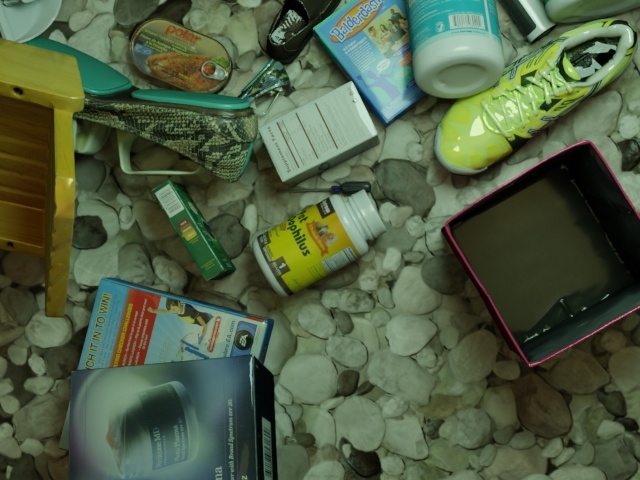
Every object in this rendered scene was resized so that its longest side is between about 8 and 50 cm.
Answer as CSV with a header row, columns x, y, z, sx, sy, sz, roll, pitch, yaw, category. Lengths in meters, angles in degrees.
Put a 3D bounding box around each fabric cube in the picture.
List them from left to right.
x,y,z,sx,sy,sz,roll,pitch,yaw,category
0.361,0.020,1.458,0.254,0.258,0.259,-31,86,5,fabric cube

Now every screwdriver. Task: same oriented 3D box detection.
x,y,z,sx,sy,sz,roll,pitch,yaw,category
0.005,-0.090,1.621,0.170,0.025,0.024,-2,89,15,screwdriver

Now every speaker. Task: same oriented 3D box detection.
x,y,z,sx,sy,sz,roll,pitch,yaw,category
0.344,-0.407,1.571,0.055,0.055,0.136,-34,86,4,speaker

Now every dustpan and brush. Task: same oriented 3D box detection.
x,y,z,sx,sy,sz,roll,pitch,yaw,category
-0.483,-0.442,1.604,0.060,0.211,0.147,0,118,26,dustpan and brush

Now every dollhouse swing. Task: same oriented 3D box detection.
x,y,z,sx,sy,sz,roll,pitch,yaw,category
-0.515,-0.086,1.442,0.315,0.305,0.346,13,132,-8,dollhouse swing

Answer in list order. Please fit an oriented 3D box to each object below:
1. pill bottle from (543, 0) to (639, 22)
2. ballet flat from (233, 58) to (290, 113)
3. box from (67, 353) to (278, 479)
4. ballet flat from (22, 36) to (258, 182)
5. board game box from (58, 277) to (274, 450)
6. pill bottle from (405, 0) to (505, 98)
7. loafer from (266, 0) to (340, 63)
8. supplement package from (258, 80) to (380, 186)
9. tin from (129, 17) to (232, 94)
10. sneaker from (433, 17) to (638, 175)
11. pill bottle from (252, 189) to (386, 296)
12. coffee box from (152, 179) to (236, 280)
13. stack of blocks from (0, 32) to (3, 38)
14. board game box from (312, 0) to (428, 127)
x,y,z,sx,sy,sz,roll,pitch,yaw,category
0.432,-0.556,1.490,0.204,0.204,0.360,-11,88,6,pill bottle
-0.129,-0.236,1.614,0.188,0.070,0.070,-40,85,7,ballet flat
-0.225,0.348,1.426,0.294,0.182,0.296,-6,70,6,box
-0.335,-0.206,1.575,0.483,0.164,0.182,19,111,18,ballet flat
-0.266,0.248,1.602,0.302,0.086,0.308,15,90,6,board game box
0.214,-0.377,1.503,0.146,0.146,0.264,-5,68,6,pill bottle
-0.021,-0.409,1.596,0.080,0.078,0.220,29,92,6,loafer
0.000,-0.179,1.575,0.179,0.105,0.105,-26,86,5,supplement package
-0.246,-0.326,1.640,0.190,0.040,0.106,24,95,6,tin
0.346,-0.251,1.513,0.385,0.147,0.145,-37,86,0,sneaker
0.000,0.000,1.565,0.215,0.117,0.117,-29,86,4,pill bottle
-0.218,-0.015,1.591,0.040,0.113,0.184,-33,87,3,coffee box
-0.610,-0.396,1.609,0.087,0.171,0.297,20,73,5,stack of blocks
0.112,-0.327,1.590,0.160,0.047,0.210,-37,86,-2,board game box
